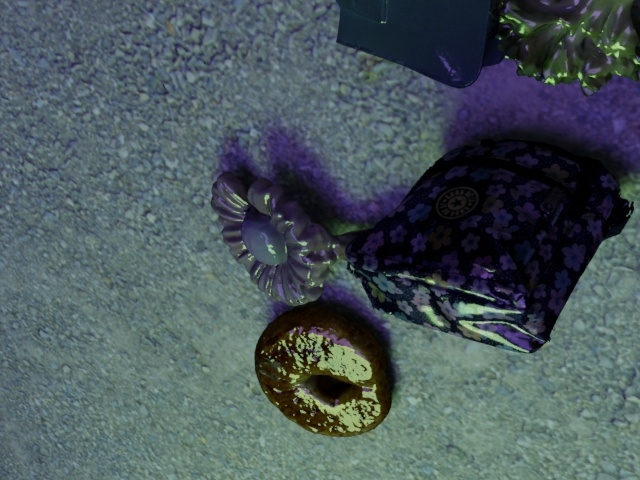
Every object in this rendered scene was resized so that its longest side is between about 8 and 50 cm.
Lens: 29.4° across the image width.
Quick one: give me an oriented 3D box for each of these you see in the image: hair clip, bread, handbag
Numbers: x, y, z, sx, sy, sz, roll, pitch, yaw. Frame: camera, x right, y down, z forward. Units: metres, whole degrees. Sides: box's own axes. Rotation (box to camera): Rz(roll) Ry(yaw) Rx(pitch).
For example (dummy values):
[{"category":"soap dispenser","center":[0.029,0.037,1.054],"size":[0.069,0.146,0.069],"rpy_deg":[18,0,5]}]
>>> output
[{"category":"hair clip","center":[-0.002,0.004,1.355],"size":[0.300,0.069,0.173],"rpy_deg":[4,124,34]},{"category":"bread","center":[0.004,0.158,1.476],"size":[0.193,0.064,0.193],"rpy_deg":[15,128,19]},{"category":"handbag","center":[0.088,-0.262,1.095],"size":[0.179,0.062,0.229],"rpy_deg":[22,132,21]},{"category":"handbag","center":[0.159,-0.008,1.137],"size":[0.229,0.208,0.127],"rpy_deg":[12,143,37]}]

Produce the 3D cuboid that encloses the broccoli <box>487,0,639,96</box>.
[{"category":"broccoli","center":[0.268,-0.312,0.824],"size":[0.397,0.274,0.353],"rpy_deg":[-5,148,35]}]
